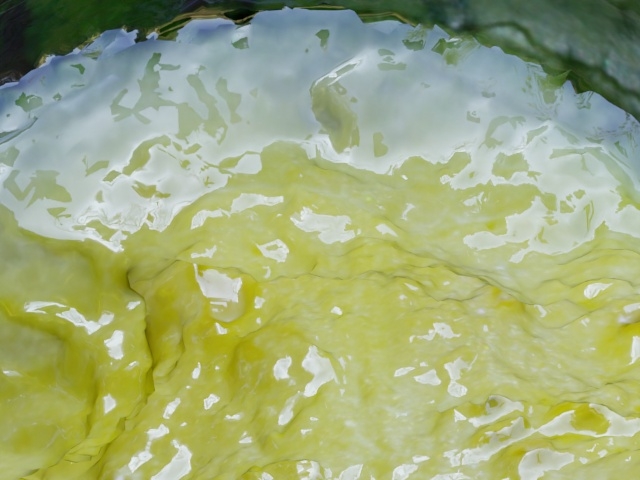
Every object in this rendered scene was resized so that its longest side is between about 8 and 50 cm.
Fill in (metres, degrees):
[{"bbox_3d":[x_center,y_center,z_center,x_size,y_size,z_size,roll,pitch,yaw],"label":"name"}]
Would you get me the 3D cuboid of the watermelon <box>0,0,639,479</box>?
[{"bbox_3d":[0.000,0.000,0.559,0.331,0.331,0.189,150,122,-60],"label":"watermelon"}]
